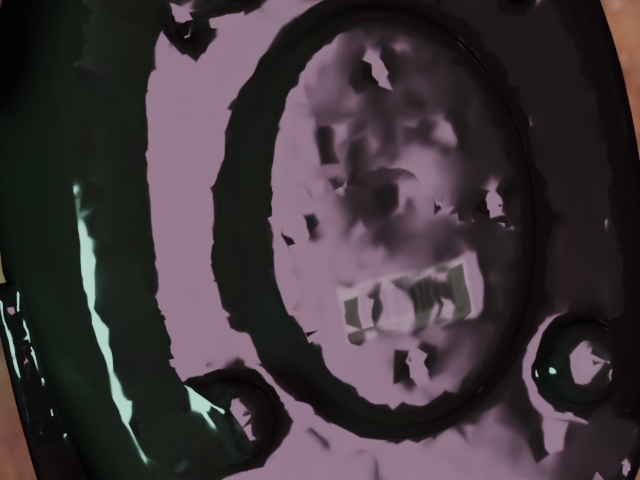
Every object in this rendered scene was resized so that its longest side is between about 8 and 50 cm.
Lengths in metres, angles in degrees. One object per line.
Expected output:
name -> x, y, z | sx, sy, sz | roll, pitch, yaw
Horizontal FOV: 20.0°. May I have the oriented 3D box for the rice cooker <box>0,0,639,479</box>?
rice cooker -> 0.000, 0.001, 0.398 | 0.142, 0.118, 0.203 | -12, 94, -15
